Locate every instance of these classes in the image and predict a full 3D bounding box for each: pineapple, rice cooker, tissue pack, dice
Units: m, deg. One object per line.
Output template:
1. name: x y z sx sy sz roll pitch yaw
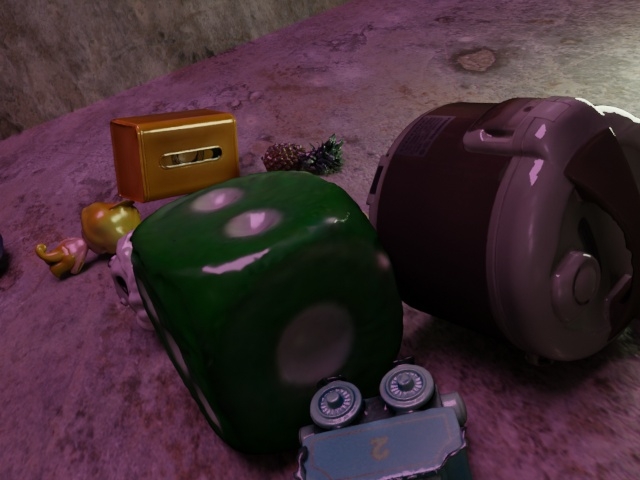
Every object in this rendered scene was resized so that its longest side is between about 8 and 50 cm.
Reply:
1. pineapple: -0.048 -0.207 1.602 0.221 0.083 0.103 -1 35 27
2. rice cooker: 0.265 -0.028 0.853 0.335 0.335 0.325 -35 28 -25
3. tissue pack: -0.352 -0.215 1.611 0.275 0.194 0.145 -18 22 -40
4. dice: -0.079 0.085 0.912 0.287 0.297 0.300 -29 30 -20

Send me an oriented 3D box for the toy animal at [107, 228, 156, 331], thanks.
1. toy animal: -0.260 0.074 1.163 0.204 0.208 0.156 -22 55 -5

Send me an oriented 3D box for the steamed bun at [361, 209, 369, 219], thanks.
1. steamed bun: 0.000 0.000 1.198 0.192 0.106 0.177 5 36 40

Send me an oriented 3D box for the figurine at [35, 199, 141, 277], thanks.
1. figurine: -0.531 -0.011 1.531 0.246 0.131 0.156 -39 71 -11

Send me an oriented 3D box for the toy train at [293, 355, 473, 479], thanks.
1. toy train: 0.074 0.238 0.751 0.203 0.112 0.163 -16 35 8

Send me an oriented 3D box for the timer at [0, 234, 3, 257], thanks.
1. timer: -1.015 0.039 1.683 0.395 0.173 0.395 -16 30 9
